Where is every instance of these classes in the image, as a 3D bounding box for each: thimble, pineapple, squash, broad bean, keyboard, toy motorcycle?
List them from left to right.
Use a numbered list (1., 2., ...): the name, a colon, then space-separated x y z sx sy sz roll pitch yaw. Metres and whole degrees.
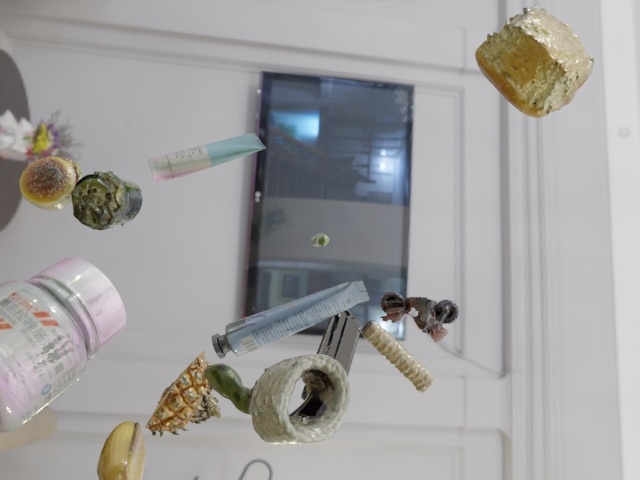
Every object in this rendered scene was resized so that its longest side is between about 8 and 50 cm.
1. pineapple: -0.349 0.443 1.599 0.250 0.164 0.140 -46 179 -7
2. broad bean: -0.169 0.279 1.151 0.213 0.048 0.070 12 -59 48
3. thimble: -0.028 0.201 0.765 0.090 0.115 0.102 -25 -91 53
4. squash: 0.001 -0.001 1.064 0.089 0.027 0.027 177 -82 -78
5. keyboard: 0.027 0.217 1.107 0.017 0.087 0.250 -28 -157 32
6. toy motorcycle: 0.260 0.206 1.619 0.084 0.212 0.118 33 65 -68

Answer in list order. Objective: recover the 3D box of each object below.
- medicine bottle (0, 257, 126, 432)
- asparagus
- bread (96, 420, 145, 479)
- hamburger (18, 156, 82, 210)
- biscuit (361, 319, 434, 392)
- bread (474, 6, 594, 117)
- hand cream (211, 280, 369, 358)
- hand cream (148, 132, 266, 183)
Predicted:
1. medicine bottle: -0.556 0.189 1.168 0.302 0.241 0.241 -44 152 -48
2. asparagus: -0.492 -0.093 1.438 0.382 0.108 0.128 -161 -112 -81
3. bread: -0.272 0.303 0.817 0.115 0.056 0.082 -108 -167 -63
4. hamburger: -0.629 -0.137 1.413 0.081 0.141 0.127 114 -38 -67
5. biscuit: 0.189 0.285 1.501 0.061 0.219 0.055 -49 175 24
6. bread: 0.366 -0.299 1.017 0.121 0.174 0.245 -39 176 37
7. hand cream: -0.050 0.131 1.014 0.091 0.271 0.058 65 5 -59
8. hand cream: -0.312 -0.232 1.663 0.111 0.312 0.070 -124 -158 -51
